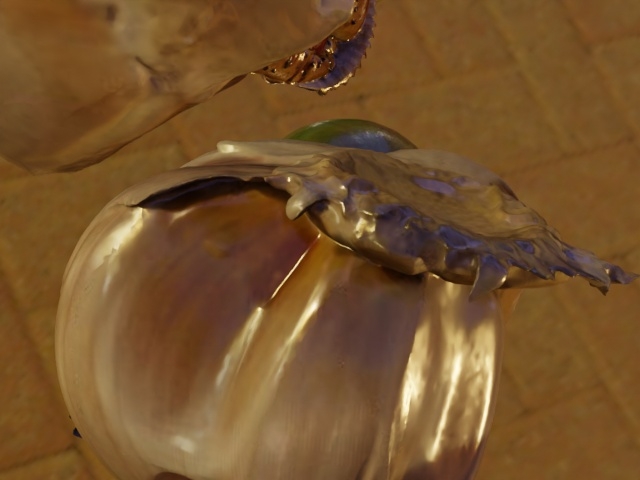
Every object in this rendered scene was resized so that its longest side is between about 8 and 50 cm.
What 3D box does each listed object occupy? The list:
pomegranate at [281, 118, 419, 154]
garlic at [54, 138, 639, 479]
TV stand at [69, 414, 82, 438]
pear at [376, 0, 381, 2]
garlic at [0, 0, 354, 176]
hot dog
[{"bbox_3d":[0.002,0.000,1.606,0.187,0.225,0.187,15,60,-29],"label":"pomegranate"},{"bbox_3d":[0.036,0.060,0.718,0.207,0.207,0.256,-28,79,-46],"label":"garlic"},{"bbox_3d":[-0.098,0.182,1.652,0.249,0.042,0.036,19,13,13],"label":"TV stand"},{"bbox_3d":[0.019,-0.311,1.952,0.162,0.149,0.149,42,40,23],"label":"pear"},{"bbox_3d":[-0.063,-0.096,0.516,0.099,0.124,0.174,-98,169,-55],"label":"garlic"},{"bbox_3d":[-0.035,-0.138,1.011,0.192,0.053,0.099,23,67,-49],"label":"hot dog"}]
